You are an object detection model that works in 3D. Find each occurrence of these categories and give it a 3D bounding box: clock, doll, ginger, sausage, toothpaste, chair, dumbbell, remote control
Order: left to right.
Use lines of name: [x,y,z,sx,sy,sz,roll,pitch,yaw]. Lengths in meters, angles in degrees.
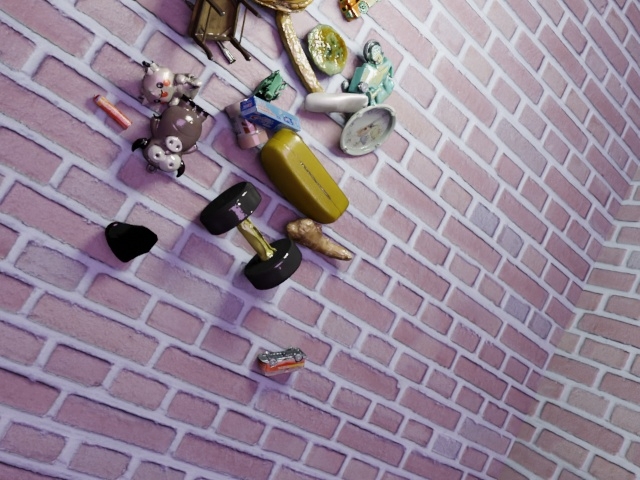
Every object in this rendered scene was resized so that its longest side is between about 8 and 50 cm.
sausage: [-0.619,-0.384,1.554,0.129,0.034,0.034,45,75,-26]
doll: [-0.458,-0.469,1.589,0.192,0.149,0.095,-4,57,-36]
doll: [-0.447,-0.310,1.598,0.182,0.117,0.257,35,88,-36]
chair: [-0.323,-0.705,1.602,0.160,0.319,0.186,-13,143,-34]
dumbbell: [-0.223,-0.012,1.725,0.204,0.204,0.322,-42,114,-18]
toothpaste: [-0.159,-0.398,1.705,0.272,0.066,0.053,6,74,-62]
ginger: [0.000,0.000,1.898,0.294,0.131,0.086,28,40,-30]
remote control: [0.055,-0.477,1.840,0.229,0.044,0.073,0,130,-12]
clock: [0.166,-0.411,1.915,0.236,0.053,0.236,-23,148,-15]

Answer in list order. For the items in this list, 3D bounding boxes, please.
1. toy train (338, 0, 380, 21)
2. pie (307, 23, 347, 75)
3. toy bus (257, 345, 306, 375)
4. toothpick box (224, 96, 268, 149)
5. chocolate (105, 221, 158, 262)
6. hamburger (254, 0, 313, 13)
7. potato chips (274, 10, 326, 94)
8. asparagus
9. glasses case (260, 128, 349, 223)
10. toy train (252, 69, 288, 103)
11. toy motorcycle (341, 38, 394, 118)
toy train: [0.152,-0.876,1.891,0.188,0.072,0.099,-45,109,-16]
pie: [0.028,-0.669,1.839,0.187,0.041,0.186,5,83,-44]
toy bus: [-0.142,0.441,1.903,0.174,0.079,0.077,-5,109,-28]
toothpick box: [-0.242,-0.384,1.723,0.098,0.098,0.149,-28,108,-23]
chocolate: [-0.584,-0.001,1.601,0.149,0.080,0.125,7,105,-36]
hamburger: [-0.123,-0.883,1.671,0.319,0.158,0.318,1,87,-23]
potato chips: [-0.059,-0.615,1.816,0.080,0.057,0.407,-38,113,-22]
asparagus: [-0.349,-0.665,1.673,0.233,0.023,0.022,52,28,-24]
glasses case: [-0.066,-0.205,1.798,0.141,0.173,0.371,-49,122,-14]
toy train: [-0.167,-0.495,1.718,0.070,0.099,0.172,51,31,-25]
toy motorcycle: [0.188,-0.572,1.940,0.198,0.109,0.296,16,96,-42]
